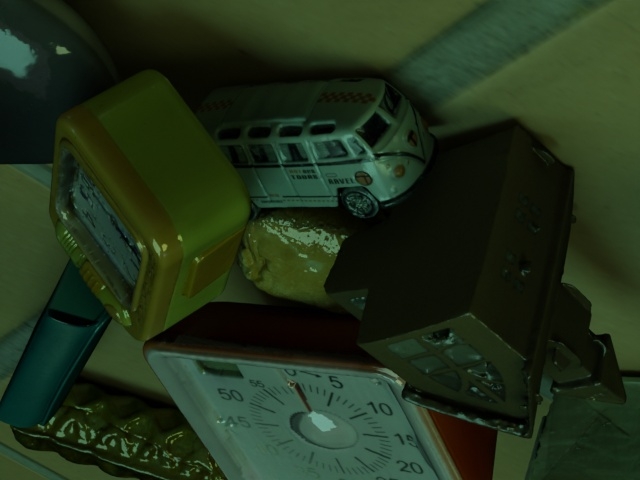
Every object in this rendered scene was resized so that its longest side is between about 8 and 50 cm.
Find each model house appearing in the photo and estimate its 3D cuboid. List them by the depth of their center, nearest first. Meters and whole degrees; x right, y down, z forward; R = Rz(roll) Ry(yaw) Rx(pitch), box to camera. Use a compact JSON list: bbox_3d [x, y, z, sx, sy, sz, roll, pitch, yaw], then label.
[{"bbox_3d":[0.143,0.067,1.310,0.176,0.180,0.248,-16,135,42],"label":"model house"}]

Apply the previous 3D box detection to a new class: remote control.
[{"bbox_3d":[-0.303,-0.137,1.354,0.332,0.103,0.221,0,146,31],"label":"remote control"}]

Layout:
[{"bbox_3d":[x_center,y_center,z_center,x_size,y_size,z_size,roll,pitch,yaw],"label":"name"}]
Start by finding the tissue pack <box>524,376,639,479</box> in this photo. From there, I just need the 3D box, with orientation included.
[{"bbox_3d":[0.327,0.245,1.529,0.198,0.146,0.263,-1,144,36],"label":"tissue pack"}]

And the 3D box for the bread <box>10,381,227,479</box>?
[{"bbox_3d":[-0.207,0.216,1.897,0.269,0.098,0.087,16,-168,8],"label":"bread"}]

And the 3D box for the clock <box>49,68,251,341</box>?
[{"bbox_3d":[-0.132,-0.022,1.295,0.143,0.096,0.202,55,158,14],"label":"clock"}]

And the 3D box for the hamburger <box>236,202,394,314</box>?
[{"bbox_3d":[0.000,0.000,1.405,0.147,0.083,0.138,17,147,5],"label":"hamburger"}]

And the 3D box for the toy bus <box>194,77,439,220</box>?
[{"bbox_3d":[-0.012,-0.073,1.290,0.194,0.087,0.089,0,135,35],"label":"toy bus"}]

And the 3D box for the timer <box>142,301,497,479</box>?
[{"bbox_3d":[0.007,0.134,1.508,0.257,0.161,0.250,4,156,29],"label":"timer"}]

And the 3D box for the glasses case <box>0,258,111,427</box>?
[{"bbox_3d":[-0.244,0.091,1.682,0.070,0.117,0.301,26,151,-9],"label":"glasses case"}]
